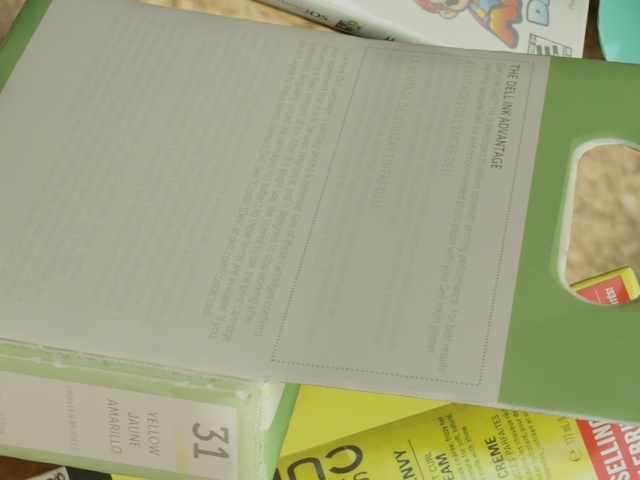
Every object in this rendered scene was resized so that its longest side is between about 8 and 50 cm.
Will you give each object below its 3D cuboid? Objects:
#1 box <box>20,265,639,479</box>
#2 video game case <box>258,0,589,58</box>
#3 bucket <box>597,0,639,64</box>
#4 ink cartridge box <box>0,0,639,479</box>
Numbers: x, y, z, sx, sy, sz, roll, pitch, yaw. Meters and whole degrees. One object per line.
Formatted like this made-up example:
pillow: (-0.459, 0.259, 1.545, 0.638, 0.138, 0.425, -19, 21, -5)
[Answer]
box: (-0.001, 0.087, 0.535, 0.232, 0.058, 0.087, -18, 80, -6)
video game case: (0.047, -0.146, 0.699, 0.143, 0.019, 0.157, 17, 67, -17)
bucket: (0.230, -0.172, 0.647, 0.281, 0.281, 0.183, 41, 53, -6)
ink cartridge box: (0.000, 0.000, 0.523, 0.235, 0.056, 0.171, 9, 41, 6)
